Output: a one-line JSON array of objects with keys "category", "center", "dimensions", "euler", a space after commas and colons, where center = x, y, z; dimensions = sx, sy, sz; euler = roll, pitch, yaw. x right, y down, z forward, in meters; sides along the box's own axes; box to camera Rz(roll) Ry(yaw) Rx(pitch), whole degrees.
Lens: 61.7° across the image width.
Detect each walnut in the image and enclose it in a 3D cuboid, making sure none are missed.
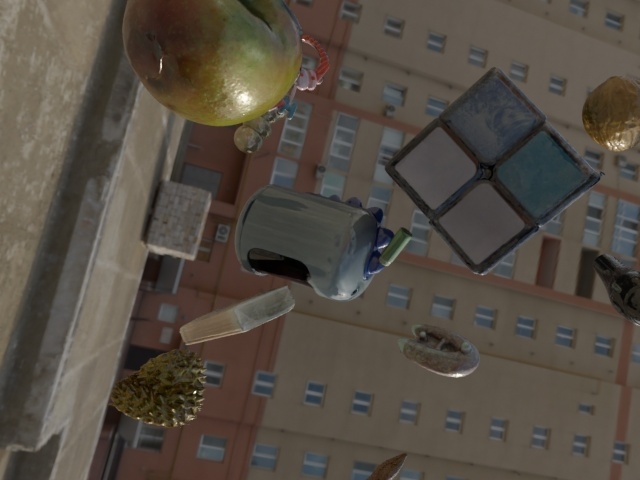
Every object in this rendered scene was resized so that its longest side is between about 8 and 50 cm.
[{"category": "walnut", "center": [0.470, -0.196, 0.841], "dimensions": [0.105, 0.105, 0.124], "euler": [-96, 169, -59]}]

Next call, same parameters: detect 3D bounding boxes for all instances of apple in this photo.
[{"category": "apple", "center": [-0.130, -0.226, 0.636], "dimensions": [0.188, 0.207, 0.174], "euler": [-20, -122, 36]}]

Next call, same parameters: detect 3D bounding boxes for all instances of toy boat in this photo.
[{"category": "toy boat", "center": [0.341, 0.299, 1.522], "dimensions": [0.155, 0.227, 0.085], "euler": [-29, 131, -45]}]

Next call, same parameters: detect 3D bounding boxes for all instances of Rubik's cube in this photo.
[{"category": "Rubik's cube", "center": [0.371, -0.146, 1.208], "dimensions": [0.318, 0.313, 0.316], "euler": [-42, 173, 13]}]

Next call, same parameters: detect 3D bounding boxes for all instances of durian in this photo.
[{"category": "durian", "center": [-0.313, 0.305, 1.096], "dimensions": [0.132, 0.182, 0.165], "euler": [-16, -136, 34]}]

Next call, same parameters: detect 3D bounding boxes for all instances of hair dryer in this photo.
[{"category": "hair dryer", "center": [0.640, 0.017, 1.014], "dimensions": [0.235, 0.091, 0.272], "euler": [-79, -164, -66]}]

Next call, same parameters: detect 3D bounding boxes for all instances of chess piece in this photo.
[{"category": "chess piece", "center": [-0.140, -0.282, 1.275], "dimensions": [0.170, 0.094, 0.094], "euler": [-62, -171, -14]}]

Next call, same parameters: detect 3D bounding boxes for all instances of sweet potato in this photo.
[{"category": "sweet potato", "center": [0.152, 0.648, 1.441], "dimensions": [0.051, 0.218, 0.065], "euler": [44, -14, 49]}]

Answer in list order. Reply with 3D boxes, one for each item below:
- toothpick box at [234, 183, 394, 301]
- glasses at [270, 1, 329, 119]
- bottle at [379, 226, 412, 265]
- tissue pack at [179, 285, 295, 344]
[{"category": "toothpick box", "center": [0.000, 0.000, 1.309], "dimensions": [0.263, 0.354, 0.263], "euler": [-41, 140, -47]}, {"category": "glasses", "center": [-0.104, -0.304, 0.870], "dimensions": [0.162, 0.255, 0.095], "euler": [-39, 175, -31]}, {"category": "bottle", "center": [0.149, 0.013, 1.076], "dimensions": [0.083, 0.030, 0.030], "euler": [-56, -161, 25]}, {"category": "tissue pack", "center": [-0.220, 0.196, 1.367], "dimensions": [0.325, 0.170, 0.071], "euler": [-23, -91, 51]}]
